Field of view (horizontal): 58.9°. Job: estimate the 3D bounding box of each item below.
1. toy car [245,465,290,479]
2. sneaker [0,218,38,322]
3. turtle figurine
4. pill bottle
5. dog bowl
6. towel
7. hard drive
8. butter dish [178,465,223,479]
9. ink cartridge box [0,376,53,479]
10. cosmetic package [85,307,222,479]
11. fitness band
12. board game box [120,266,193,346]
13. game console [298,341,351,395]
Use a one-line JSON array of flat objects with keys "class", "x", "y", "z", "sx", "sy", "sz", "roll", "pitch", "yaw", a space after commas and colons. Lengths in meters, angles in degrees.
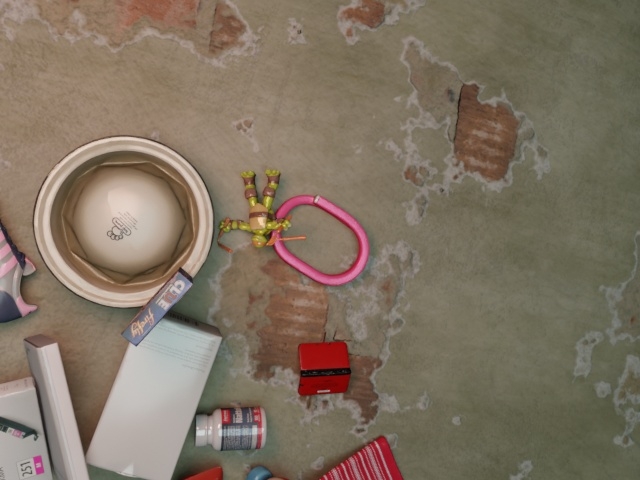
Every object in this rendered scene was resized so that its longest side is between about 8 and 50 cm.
[{"class": "toy car", "x": -0.080, "y": 0.749, "z": 1.516, "sx": 0.238, "sy": 0.219, "sz": 0.210, "roll": 31, "pitch": 82, "yaw": -42}, {"class": "sneaker", "x": -0.760, "y": 0.036, "z": 1.360, "sx": 0.131, "sy": 0.112, "sz": 0.319, "roll": -6, "pitch": 96, "yaw": -31}, {"class": "turtle figurine", "x": -0.146, "y": -0.072, "z": 1.486, "sx": 0.269, "sy": 0.087, "sz": 0.218, "roll": -3, "pitch": 79, "yaw": 28}, {"class": "pill bottle", "x": -0.237, "y": 0.495, "z": 1.488, "sx": 0.180, "sy": 0.108, "sz": 0.108, "roll": 2, "pitch": 91, "yaw": -15}, {"class": "dog bowl", "x": -0.470, "y": -0.045, "z": 1.397, "sx": 0.407, "sy": 0.150, "sz": 0.409, "roll": 0, "pitch": 92, "yaw": -15}, {"class": "towel", "x": 0.112, "y": 0.703, "z": 1.589, "sx": 0.274, "sy": 0.031, "sz": 0.199, "roll": -25, "pitch": 96, "yaw": -27}, {"class": "hard drive", "x": -0.618, "y": 0.404, "z": 1.327, "sx": 0.047, "sy": 0.233, "sz": 0.353, "roll": -13, "pitch": 95, "yaw": -35}, {"class": "butter dish", "x": -0.341, "y": 0.672, "z": 1.467, "sx": 0.160, "sy": 0.118, "sz": 0.160, "roll": 2, "pitch": 88, "yaw": -56}, {"class": "ink cartridge box", "x": -0.768, "y": 0.471, "z": 1.305, "sx": 0.238, "sy": 0.060, "sz": 0.275, "roll": -11, "pitch": 114, "yaw": -28}, {"class": "cosmetic package", "x": -0.412, "y": 0.378, "z": 1.419, "sx": 0.217, "sy": 0.156, "sz": 0.385, "roll": 23, "pitch": 87, "yaw": -13}, {"class": "fitness band", "x": 0.000, "y": 0.000, "z": 1.567, "sx": 0.290, "sy": 0.054, "sz": 0.209, "roll": 33, "pitch": 83, "yaw": -11}, {"class": "board game box", "x": -0.347, "y": 0.135, "z": 1.230, "sx": 0.042, "sy": 0.243, "sz": 0.165, "roll": 42, "pitch": 82, "yaw": -9}, {"class": "game console", "x": 0.006, "y": 0.362, "z": 1.596, "sx": 0.143, "sy": 0.085, "sz": 0.124, "roll": 0, "pitch": 122, "yaw": -14}]
